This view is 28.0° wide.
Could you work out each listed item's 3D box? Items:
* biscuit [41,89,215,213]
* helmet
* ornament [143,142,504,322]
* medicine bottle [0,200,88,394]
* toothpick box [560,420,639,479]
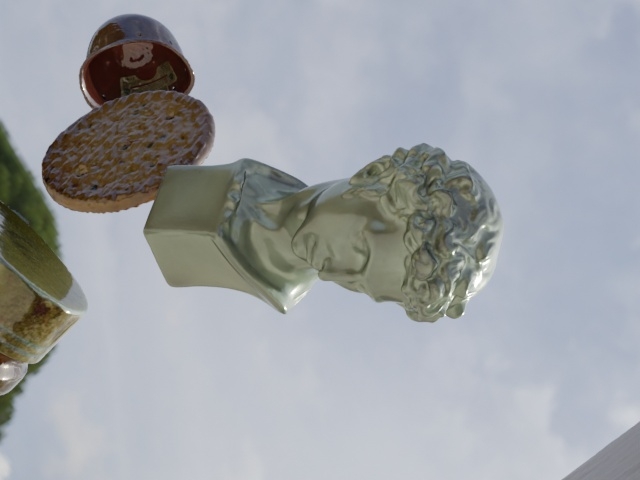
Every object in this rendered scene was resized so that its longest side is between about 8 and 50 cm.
[{"bbox_3d":[-0.198,-0.091,1.324,0.188,0.188,0.027,25,-34,39],"label":"biscuit"},{"bbox_3d":[-0.260,-0.255,1.750,0.175,0.155,0.106,42,30,-61],"label":"helmet"},{"bbox_3d":[0.003,-0.008,0.951,0.285,0.130,0.120,5,-34,37],"label":"ornament"},{"bbox_3d":[-0.333,0.112,0.933,0.151,0.322,0.151,44,3,-3],"label":"medicine bottle"},{"bbox_3d":[0.227,0.147,0.627,0.190,0.187,0.308,41,-48,2],"label":"toothpick box"}]
